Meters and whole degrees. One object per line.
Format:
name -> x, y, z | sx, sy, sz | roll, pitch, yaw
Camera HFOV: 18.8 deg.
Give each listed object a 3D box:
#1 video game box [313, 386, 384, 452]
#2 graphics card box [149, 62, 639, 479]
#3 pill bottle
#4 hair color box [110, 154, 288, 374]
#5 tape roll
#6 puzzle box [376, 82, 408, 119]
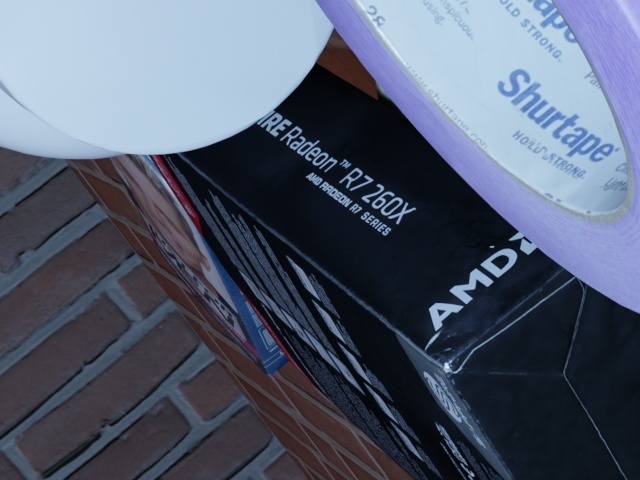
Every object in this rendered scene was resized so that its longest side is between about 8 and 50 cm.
video game box -> 0.005, 0.104, 1.887 | 0.205, 0.048, 0.187 | 57, 171, -34
graphics card box -> 0.050, 0.041, 0.956 | 0.233, 0.094, 0.371 | 57, 170, -31
pill bottle -> -0.144, -0.172, 0.977 | 0.229, 0.229, 0.407 | 56, 170, -27
hair color box -> -0.086, -0.036, 1.610 | 0.174, 0.105, 0.347 | 47, 169, 25
tape roll -> 0.070, -0.105, 0.636 | 0.275, 0.090, 0.275 | 49, 170, 12
puzzle box -> 0.174, 0.066, 0.909 | 0.409, 0.052, 0.272 | 49, 170, 17
